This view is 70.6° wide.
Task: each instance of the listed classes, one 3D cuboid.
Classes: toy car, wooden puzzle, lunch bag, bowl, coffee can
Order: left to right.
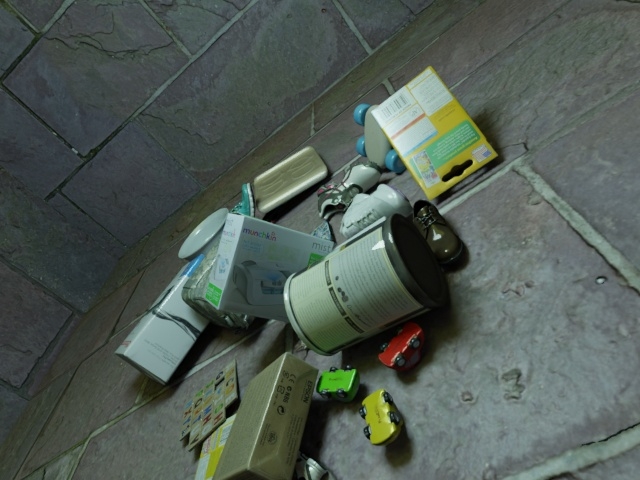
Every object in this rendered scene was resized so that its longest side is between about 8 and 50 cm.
[{"bbox_3d":[-0.474,0.007,2.001,0.298,0.134,0.298,-34,26,19],"label":"bowl"},{"bbox_3d":[-0.245,0.122,1.389,0.256,0.212,0.305,-7,43,53],"label":"lunch bag"},{"bbox_3d":[-0.128,-0.252,1.926,0.322,0.080,0.348,-31,29,4],"label":"wooden puzzle"},{"bbox_3d":[0.090,0.097,0.938,0.275,0.201,0.201,-31,27,27],"label":"coffee can"},{"bbox_3d":[0.087,0.272,0.855,0.225,0.053,0.239,-19,34,43],"label":"toy car"},{"bbox_3d":[0.268,-0.359,1.486,0.238,0.210,0.219,-20,33,-19],"label":"toy car"}]

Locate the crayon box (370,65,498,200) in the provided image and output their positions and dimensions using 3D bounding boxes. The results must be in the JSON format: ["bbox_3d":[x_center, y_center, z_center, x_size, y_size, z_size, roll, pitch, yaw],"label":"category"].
[{"bbox_3d":[0.304,-0.279,1.223,0.203,0.083,0.323,-35,67,17],"label":"crayon box"}]

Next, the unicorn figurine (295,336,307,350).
[{"bbox_3d":[-0.013,0.189,1.093,0.162,0.111,0.060,-31,14,-8],"label":"unicorn figurine"}]

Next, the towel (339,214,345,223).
[{"bbox_3d":[0.101,-0.084,1.443,0.060,0.009,0.083,-1,48,54],"label":"towel"}]

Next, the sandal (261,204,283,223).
[{"bbox_3d":[-0.211,-0.084,1.867,0.179,0.040,0.067,-54,28,-17],"label":"sandal"}]

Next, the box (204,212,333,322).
[{"bbox_3d":[-0.128,0.074,1.150,0.127,0.262,0.231,13,86,59],"label":"box"}]

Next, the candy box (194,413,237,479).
[{"bbox_3d":[-0.232,0.496,1.003,0.105,0.027,0.206,-36,25,22],"label":"candy box"}]

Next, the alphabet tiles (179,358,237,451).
[{"bbox_3d":[-0.293,0.433,1.182,0.198,0.009,0.237,-43,18,1],"label":"alphabet tiles"}]

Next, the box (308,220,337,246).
[{"bbox_3d":[0.000,0.000,1.438,0.094,0.027,0.137,-38,26,12],"label":"box"}]

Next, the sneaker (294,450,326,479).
[{"bbox_3d":[-0.036,0.413,0.829,0.109,0.040,0.044,0,50,56],"label":"sneaker"}]

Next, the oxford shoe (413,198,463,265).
[{"bbox_3d":[0.252,-0.023,1.025,0.083,0.096,0.227,-35,28,12],"label":"oxford shoe"}]

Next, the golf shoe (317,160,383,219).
[{"bbox_3d":[0.097,-0.157,1.481,0.273,0.105,0.120,-30,39,41],"label":"golf shoe"}]

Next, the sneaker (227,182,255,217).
[{"bbox_3d":[-0.319,-0.097,1.812,0.107,0.110,0.275,-107,27,-61],"label":"sneaker"}]

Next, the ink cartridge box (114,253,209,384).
[{"bbox_3d":[-0.493,0.265,1.540,0.285,0.166,0.395,-23,30,58],"label":"ink cartridge box"}]

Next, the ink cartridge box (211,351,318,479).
[{"bbox_3d":[-0.107,0.367,0.891,0.193,0.088,0.235,-48,17,43],"label":"ink cartridge box"}]

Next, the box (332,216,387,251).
[{"bbox_3d":[0.120,0.046,1.114,0.170,0.091,0.130,-33,26,22],"label":"box"}]

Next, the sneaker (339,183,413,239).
[{"bbox_3d":[0.144,-0.059,1.220,0.152,0.114,0.305,-54,11,-14],"label":"sneaker"}]
